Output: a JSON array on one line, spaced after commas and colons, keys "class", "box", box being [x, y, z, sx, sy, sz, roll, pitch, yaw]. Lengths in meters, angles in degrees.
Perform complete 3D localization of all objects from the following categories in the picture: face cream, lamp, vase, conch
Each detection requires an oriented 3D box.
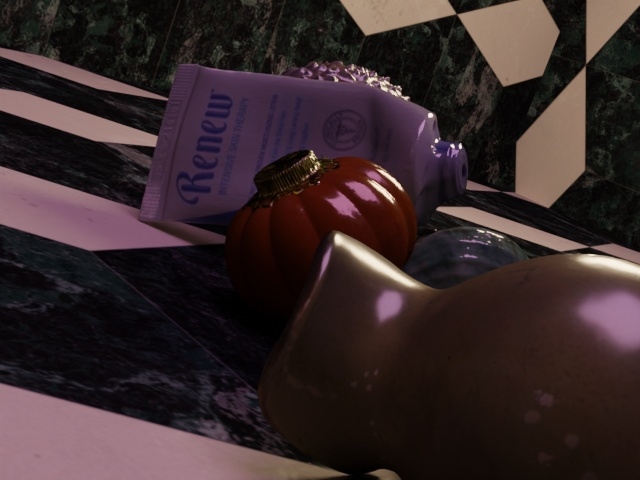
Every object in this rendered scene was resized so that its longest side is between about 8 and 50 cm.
[{"class": "face cream", "box": [-0.017, -0.109, 1.494, 0.420, 0.235, 0.137, 7, -17, 14]}, {"class": "lamp", "box": [0.000, 0.000, 1.268, 0.197, 0.223, 0.223, 63, 1, -14]}, {"class": "vase", "box": [0.149, 0.141, 0.883, 0.302, 0.241, 0.329, 11, -24, 28]}, {"class": "conch", "box": [0.149, 0.061, 1.366, 0.220, 0.195, 0.277, -3, 34, 3]}]

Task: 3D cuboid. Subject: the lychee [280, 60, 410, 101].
[{"class": "lychee", "box": [0.005, -0.136, 1.690, 0.300, 0.300, 0.300, 20, 10, -4]}]
